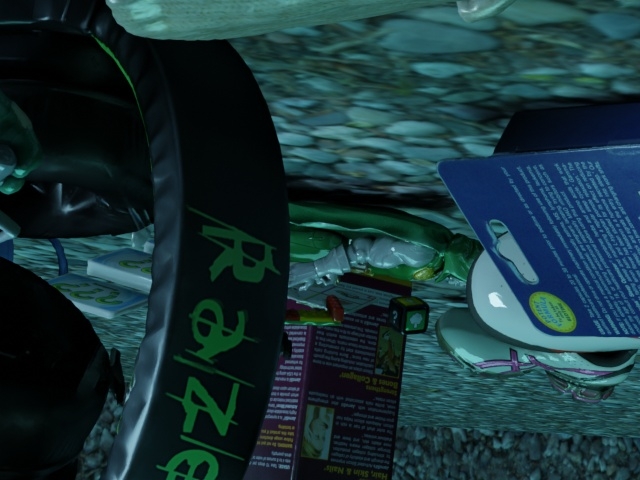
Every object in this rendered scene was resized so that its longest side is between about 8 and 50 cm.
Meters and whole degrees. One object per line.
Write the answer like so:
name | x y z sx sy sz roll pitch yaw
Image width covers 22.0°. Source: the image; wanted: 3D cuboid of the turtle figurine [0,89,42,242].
turtle figurine | -0.185 -0.057 0.511 0.175 0.118 0.234 -21 153 -25

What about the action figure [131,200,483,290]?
action figure | 0.000 0.000 1.043 0.232 0.063 0.137 8 -178 14

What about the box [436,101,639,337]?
box | 0.175 -0.007 0.768 0.225 0.036 0.136 -2 135 40

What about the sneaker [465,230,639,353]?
sneaker | 0.205 0.011 0.890 0.270 0.090 0.145 1 169 14

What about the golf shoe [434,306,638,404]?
golf shoe | 0.196 0.086 1.481 0.186 0.067 0.086 14 138 -14

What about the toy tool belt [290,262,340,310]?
toy tool belt | -0.024 0.025 1.251 0.083 0.051 0.052 6 171 8

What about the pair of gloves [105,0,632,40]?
pair of gloves | 0.092 -0.082 0.389 0.204 0.042 0.240 -4 -174 38

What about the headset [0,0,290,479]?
headset | -0.121 0.008 0.717 0.185 0.243 0.394 10 -170 -37

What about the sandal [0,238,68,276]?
sandal | -0.313 0.030 1.299 0.138 0.126 0.317 10 173 -42

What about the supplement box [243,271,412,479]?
supplement box | 0.004 0.111 1.333 0.104 0.188 0.081 14 169 -37

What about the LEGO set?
LEGO set | -0.052 0.026 1.133 0.244 0.060 0.182 15 -161 29
